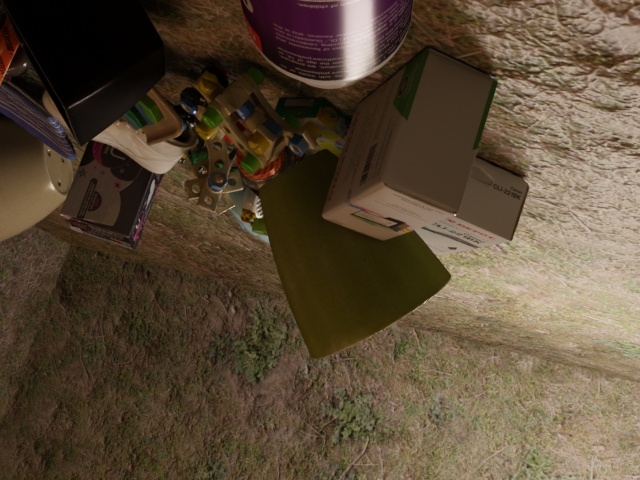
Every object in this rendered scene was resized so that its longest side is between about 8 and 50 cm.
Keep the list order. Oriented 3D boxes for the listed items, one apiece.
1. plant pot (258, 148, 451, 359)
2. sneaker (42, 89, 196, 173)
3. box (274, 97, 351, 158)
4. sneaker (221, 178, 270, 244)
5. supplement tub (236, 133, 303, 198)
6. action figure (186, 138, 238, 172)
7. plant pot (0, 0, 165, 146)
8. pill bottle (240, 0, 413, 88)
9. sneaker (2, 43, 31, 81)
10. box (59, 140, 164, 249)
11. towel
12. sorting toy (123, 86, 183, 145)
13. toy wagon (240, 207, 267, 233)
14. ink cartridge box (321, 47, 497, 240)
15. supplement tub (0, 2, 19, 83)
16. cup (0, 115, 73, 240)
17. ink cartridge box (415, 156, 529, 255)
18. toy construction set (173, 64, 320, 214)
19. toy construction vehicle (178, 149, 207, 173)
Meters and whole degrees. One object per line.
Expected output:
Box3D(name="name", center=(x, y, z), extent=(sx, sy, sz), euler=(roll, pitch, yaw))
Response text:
Box3D(name="plant pot", center=(0.029, 0.004, 1.491), extent=(0.293, 0.275, 0.275), euler=(59, 162, -1))
Box3D(name="sneaker", center=(-0.382, -0.249, 1.723), extent=(0.293, 0.108, 0.169), euler=(28, 151, -24))
Box3D(name="box", center=(0.013, -0.186, 1.526), extent=(0.105, 0.043, 0.179), euler=(7, 161, 40))
Box3D(name="sneaker", center=(-0.117, -0.055, 2.111), extent=(0.150, 0.135, 0.366), euler=(19, 161, 32))
Box3D(name="supplement tub", center=(-0.089, -0.133, 1.723), extent=(0.117, 0.117, 0.190), euler=(13, 166, 21))
Box3D(name="action figure", center=(-0.213, -0.167, 1.772), extent=(0.137, 0.063, 0.232), euler=(17, -176, -3))
Box3D(name="plant pot", center=(-0.323, -0.273, 1.250), extent=(0.187, 0.167, 0.188), euler=(59, 168, 5))
Box3D(name="pill bottle", center=(0.005, -0.269, 0.860), extent=(0.182, 0.181, 0.323), euler=(17, 167, 6))
Box3D(name="sneaker", center=(-0.571, -0.338, 1.600), extent=(0.281, 0.106, 0.162), euler=(22, 177, 33))
Box3D(name="box", center=(-0.446, -0.129, 1.938), extent=(0.163, 0.247, 0.142), euler=(19, 166, -2))
Box3D(name="towel", center=(-0.642, -0.280, 1.876), extent=(0.243, 0.040, 0.336), euler=(36, 169, 0))
Box3D(name="sorting toy", center=(-0.326, -0.252, 1.484), extent=(0.208, 0.038, 0.193), euler=(55, 158, -17))
Box3D(name="toy wagon", center=(0.000, 0.000, 1.804), extent=(0.344, 0.068, 0.267), euler=(11, 174, 10))
Box3D(name="ink cartridge box", center=(0.118, -0.124, 1.270), extent=(0.117, 0.201, 0.278), euler=(21, 167, -13))
Box3D(name="supplement tub", center=(-0.629, -0.354, 1.328), extent=(0.338, 0.207, 0.207), euler=(24, 166, -25))
Box3D(name="cup", center=(-0.756, -0.168, 2.180), extent=(0.237, 0.331, 0.331), euler=(-11, 163, 6))
Box3D(name="ink cartridge box", center=(0.211, -0.069, 1.582), extent=(0.197, 0.114, 0.273), euler=(23, 166, -15))
Box3D(name="toy construction set", center=(-0.148, -0.175, 1.481), extent=(0.215, 0.151, 0.328), euler=(43, 148, -8))
Box3D(name="toy construction vehicle", center=(-0.278, -0.177, 1.933), extent=(0.086, 0.035, 0.098), euler=(26, -172, 13))
